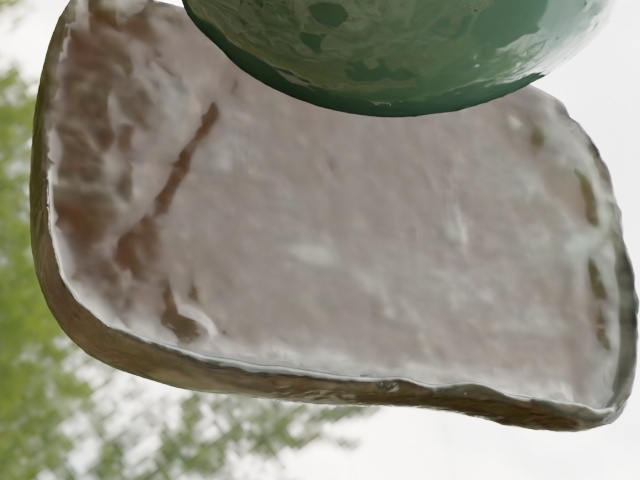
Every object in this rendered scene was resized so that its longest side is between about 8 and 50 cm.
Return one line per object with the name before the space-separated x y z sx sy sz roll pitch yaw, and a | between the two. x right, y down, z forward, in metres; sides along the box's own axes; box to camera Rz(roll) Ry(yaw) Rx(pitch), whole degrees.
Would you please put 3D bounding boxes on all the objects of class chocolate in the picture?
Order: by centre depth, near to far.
chocolate | -0.001 0.002 0.759 0.080 0.254 0.157 -45 -138 52

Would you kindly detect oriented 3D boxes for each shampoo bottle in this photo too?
shampoo bottle | 0.008 -0.209 0.571 0.222 0.151 0.350 116 -35 -80
